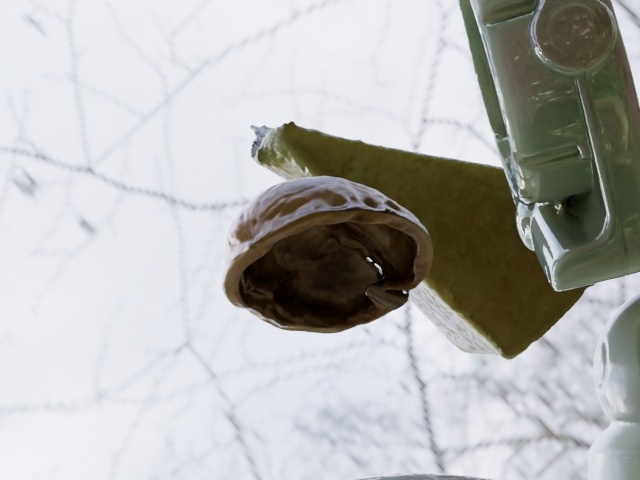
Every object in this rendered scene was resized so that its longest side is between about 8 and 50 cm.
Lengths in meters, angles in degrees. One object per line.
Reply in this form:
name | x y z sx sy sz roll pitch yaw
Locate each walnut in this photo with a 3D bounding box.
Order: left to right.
walnut | -0.002 -0.002 1.693 0.167 0.087 0.211 -33 -33 23

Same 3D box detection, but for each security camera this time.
security camera | 0.382 0.162 2.109 0.194 0.195 0.236 11 -98 -50

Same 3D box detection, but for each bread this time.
bread | 0.122 -0.064 2.085 0.245 0.362 0.233 -47 5 -6

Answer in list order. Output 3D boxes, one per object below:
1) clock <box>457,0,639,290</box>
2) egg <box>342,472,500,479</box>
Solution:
clock | 0.184 -0.142 1.629 0.109 0.265 0.324 -15 -69 3
egg | 0.157 0.349 1.395 0.340 0.354 0.354 7 -44 5
